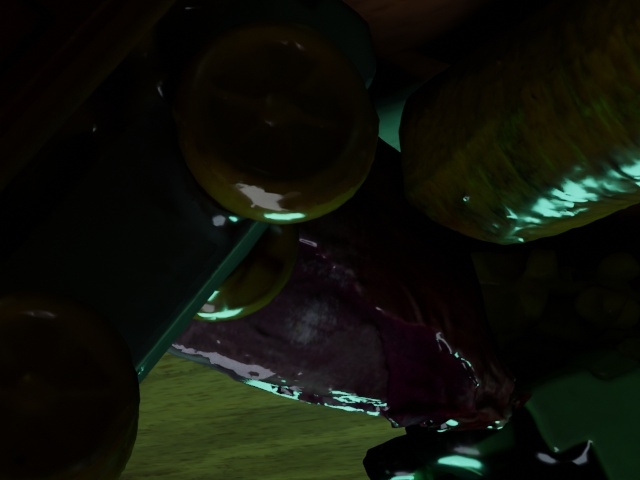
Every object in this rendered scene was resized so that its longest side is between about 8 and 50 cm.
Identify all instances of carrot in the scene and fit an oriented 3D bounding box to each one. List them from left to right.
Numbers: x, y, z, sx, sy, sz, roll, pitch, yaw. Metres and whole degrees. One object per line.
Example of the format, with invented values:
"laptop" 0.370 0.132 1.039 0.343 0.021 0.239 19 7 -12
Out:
"carrot" 0.141 -0.071 0.715 0.114 0.114 0.302 17 159 -21

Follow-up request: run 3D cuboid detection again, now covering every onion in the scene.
"onion" 0.000 0.000 0.872 0.283 0.120 0.227 25 -162 -13

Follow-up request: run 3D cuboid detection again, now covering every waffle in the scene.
"waffle" 0.164 0.066 1.124 0.259 0.069 0.293 -9 156 43

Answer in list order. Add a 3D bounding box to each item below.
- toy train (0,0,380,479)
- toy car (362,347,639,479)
"toy train" -0.120 -0.030 0.666 0.231 0.369 0.163 37 156 3
"toy car" 0.162 0.171 1.035 0.176 0.213 0.359 -26 172 -14
